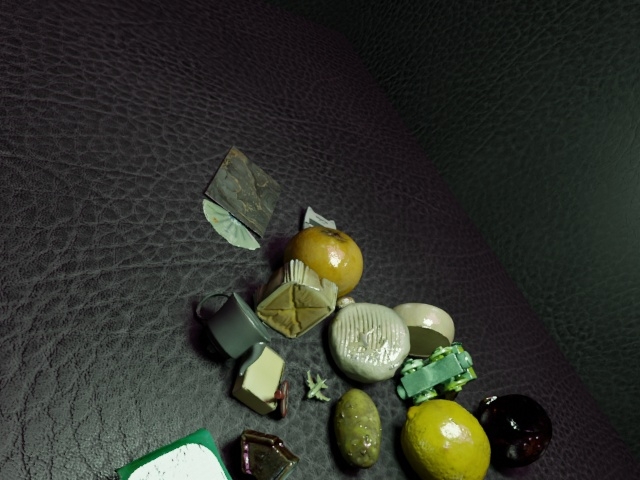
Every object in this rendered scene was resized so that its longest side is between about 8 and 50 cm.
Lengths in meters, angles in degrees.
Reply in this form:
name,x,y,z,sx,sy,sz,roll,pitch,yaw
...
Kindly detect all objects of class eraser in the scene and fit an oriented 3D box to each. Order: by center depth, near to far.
name,x,y,z,sx,sy,sz,roll,pitch,yaw
eraser,-0.162,0.362,1.592,0.117,0.058,0.172,40,32,-22

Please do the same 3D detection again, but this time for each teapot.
name,x,y,z,sx,sy,sz,roll,pitch,yaw
teapot,-0.240,0.237,1.570,0.239,0.149,0.162,50,-2,22

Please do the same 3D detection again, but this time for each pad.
name,x,y,z,sx,sy,sz,roll,pitch,yaw
pad,-0.260,-0.181,2.113,0.248,0.007,0.367,40,30,-16

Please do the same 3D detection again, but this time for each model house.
name,x,y,z,sx,sy,sz,roll,pitch,yaw
model house,-0.134,0.518,1.438,0.152,0.106,0.165,44,-7,14

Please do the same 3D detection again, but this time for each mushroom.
name,x,y,z,sx,sy,sz,roll,pitch,yaw
mushroom,0.123,0.286,2.039,0.209,0.071,0.084,59,0,11

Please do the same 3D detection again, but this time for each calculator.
name,x,y,z,sx,sy,sz,roll,pitch,yaw
calculator,0.000,0.000,2.222,0.177,0.040,0.268,30,36,-28

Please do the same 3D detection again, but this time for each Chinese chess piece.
name,x,y,z,sx,sy,sz,roll,pitch,yaw
Chinese chess piece,0.345,0.318,2.108,0.250,0.250,0.103,32,51,-26

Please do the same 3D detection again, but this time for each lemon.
name,x,y,z,sx,sy,sz,roll,pitch,yaw
lemon,0.379,0.621,1.818,0.261,0.260,0.284,1,56,-52

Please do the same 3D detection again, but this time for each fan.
name,x,y,z,sx,sy,sz,roll,pitch,yaw
fan,-0.291,-0.044,1.932,0.240,0.009,0.131,41,34,-14

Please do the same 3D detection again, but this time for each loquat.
name,x,y,z,sx,sy,sz,roll,pitch,yaw
loquat,0.010,0.073,1.950,0.263,0.263,0.263,32,34,-26

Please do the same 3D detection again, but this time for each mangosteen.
name,x,y,z,sx,sy,sz,roll,pitch,yaw
mangosteen,0.694,0.670,2.180,0.288,0.233,0.287,8,41,-7

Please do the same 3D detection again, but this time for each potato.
name,x,y,z,sx,sy,sz,roll,pitch,yaw
potato,0.105,0.532,1.702,0.149,0.113,0.251,24,29,-23

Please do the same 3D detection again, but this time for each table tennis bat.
name,x,y,z,sx,sy,sz,roll,pitch,yaw
table tennis bat,-0.100,0.413,1.570,0.154,0.019,0.098,74,19,-68

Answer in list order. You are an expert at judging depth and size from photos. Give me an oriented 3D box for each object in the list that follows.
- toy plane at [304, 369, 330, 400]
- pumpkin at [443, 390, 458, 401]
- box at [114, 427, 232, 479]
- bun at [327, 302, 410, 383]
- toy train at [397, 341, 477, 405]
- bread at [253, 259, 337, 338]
name,x,y,z,sx,sy,sz,roll,pitch,yaw
toy plane,-0.015,0.429,1.726,0.102,0.040,0.111,50,31,5
pumpkin,0.441,0.505,2.166,0.183,0.108,0.119,39,27,-20
box,-0.267,0.576,1.178,0.264,0.106,0.336,-9,64,-55
bun,0.151,0.329,1.906,0.273,0.168,0.272,1,57,-1
toy train,0.389,0.452,2.009,0.188,0.272,0.159,23,40,-61
bread,-0.076,0.171,1.774,0.192,0.210,0.109,34,29,-23
